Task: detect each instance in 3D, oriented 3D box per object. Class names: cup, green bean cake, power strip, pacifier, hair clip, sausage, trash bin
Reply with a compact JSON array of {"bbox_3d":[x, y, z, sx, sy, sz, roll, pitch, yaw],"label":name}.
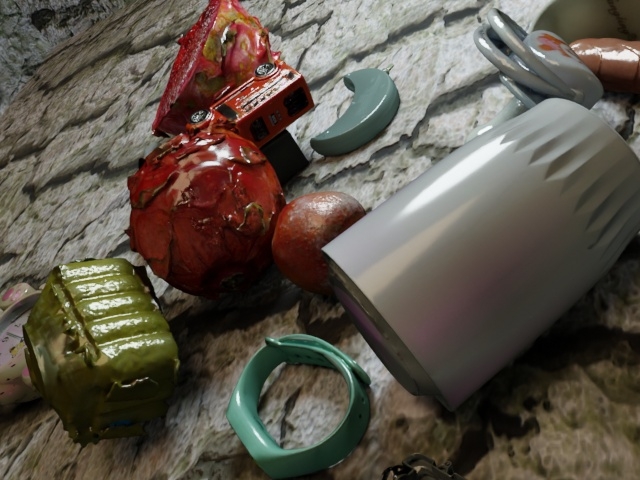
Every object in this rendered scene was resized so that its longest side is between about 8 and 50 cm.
[{"bbox_3d":[0.201,0.010,0.884,0.372,0.253,0.253,-39,35,-3],"label":"cup"},{"bbox_3d":[-0.389,0.211,1.196,0.310,0.202,0.285,50,130,40],"label":"green bean cake"},{"bbox_3d":[0.087,-0.283,1.490,0.168,0.054,0.253,0,50,38],"label":"power strip"},{"bbox_3d":[0.300,-0.200,1.098,0.233,0.244,0.299,-56,24,30],"label":"pacifier"},{"bbox_3d":[0.483,-0.384,1.168,0.282,0.172,0.113,-5,38,51],"label":"hair clip"},{"bbox_3d":[0.518,-0.244,1.034,0.088,0.088,0.433,-47,36,-11],"label":"sausage"},{"bbox_3d":[-0.159,-0.157,1.516,0.226,0.115,0.165,-37,36,-1],"label":"trash bin"}]

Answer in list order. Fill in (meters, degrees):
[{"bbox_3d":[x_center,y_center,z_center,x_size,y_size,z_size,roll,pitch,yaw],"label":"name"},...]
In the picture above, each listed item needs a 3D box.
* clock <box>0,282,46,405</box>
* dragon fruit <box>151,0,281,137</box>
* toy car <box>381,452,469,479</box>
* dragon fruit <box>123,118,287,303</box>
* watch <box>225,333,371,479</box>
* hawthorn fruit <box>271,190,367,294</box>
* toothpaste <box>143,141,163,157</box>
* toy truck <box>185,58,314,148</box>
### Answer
[{"bbox_3d":[-0.610,0.215,1.499,0.310,0.114,0.284,-9,43,34],"label":"clock"},{"bbox_3d":[-0.239,-0.384,1.709,0.386,0.249,0.371,-56,23,24],"label":"dragon fruit"},{"bbox_3d":[0.088,0.327,0.774,0.191,0.100,0.097,-33,29,-28],"label":"toy car"},{"bbox_3d":[-0.201,-0.052,1.273,0.296,0.296,0.301,-28,61,15],"label":"dragon fruit"},{"bbox_3d":[-0.037,0.227,1.014,0.195,0.068,0.237,-43,36,-8],"label":"watch"},{"bbox_3d":[0.000,0.000,1.154,0.173,0.173,0.172,-24,37,20],"label":"hawthorn fruit"},{"bbox_3d":[-0.382,-0.120,1.704,0.125,0.079,0.371,-20,38,0],"label":"toothpaste"},{"bbox_3d":[-0.141,-0.249,1.432,0.253,0.107,0.114,-40,48,-14],"label":"toy truck"}]
